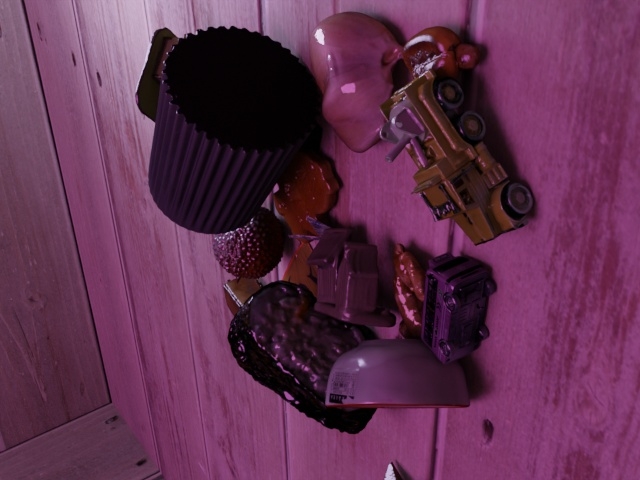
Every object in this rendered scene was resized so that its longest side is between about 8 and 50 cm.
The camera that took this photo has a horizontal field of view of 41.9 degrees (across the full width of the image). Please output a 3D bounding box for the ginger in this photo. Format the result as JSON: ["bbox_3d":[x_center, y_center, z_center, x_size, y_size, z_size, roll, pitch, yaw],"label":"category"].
[{"bbox_3d":[0.166,0.094,1.496,0.193,0.053,0.176,129,126,-73],"label":"ginger"}]

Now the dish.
[{"bbox_3d":[0.135,0.238,1.484,0.256,0.256,0.117,155,119,-62],"label":"dish"}]

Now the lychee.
[{"bbox_3d":[-0.162,0.012,1.888,0.165,0.165,0.197,49,138,32],"label":"lychee"}]

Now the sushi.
[{"bbox_3d":[-0.024,0.239,1.714,0.350,0.211,0.171,34,145,4],"label":"sushi"}]

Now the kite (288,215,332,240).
[{"bbox_3d":[0.000,0.000,1.707,0.153,0.005,0.137,-2,133,39],"label":"kite"}]

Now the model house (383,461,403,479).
[{"bbox_3d":[0.182,0.586,1.754,0.176,0.181,0.248,-20,60,24],"label":"model house"}]

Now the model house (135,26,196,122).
[{"bbox_3d":[-0.219,-0.328,1.812,0.279,0.218,0.204,9,78,24],"label":"model house"}]

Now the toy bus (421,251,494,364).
[{"bbox_3d":[0.218,0.110,1.376,0.098,0.087,0.178,45,146,43],"label":"toy bus"}]

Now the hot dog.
[{"bbox_3d":[0.174,-0.268,1.216,0.140,0.060,0.089,170,88,-70],"label":"hot dog"}]

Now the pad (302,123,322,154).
[{"bbox_3d":[-0.056,-0.237,1.698,0.193,0.004,0.116,49,147,30],"label":"pad"}]

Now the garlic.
[{"bbox_3d":[0.048,-0.271,1.385,0.217,0.110,0.228,65,153,13],"label":"garlic"}]

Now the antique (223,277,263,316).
[{"bbox_3d":[-0.127,0.202,2.024,0.310,0.093,0.087,45,151,42],"label":"antique"}]

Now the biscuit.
[{"bbox_3d":[-0.030,-0.099,1.714,0.184,0.035,0.249,54,150,19],"label":"biscuit"}]

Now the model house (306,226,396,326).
[{"bbox_3d":[0.055,0.069,1.589,0.229,0.122,0.188,-170,73,-66],"label":"model house"}]

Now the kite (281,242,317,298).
[{"bbox_3d":[-0.019,0.163,1.910,0.327,0.013,0.377,20,127,56],"label":"kite"}]

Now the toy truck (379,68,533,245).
[{"bbox_3d":[0.178,-0.101,1.206,0.259,0.135,0.128,52,152,-8],"label":"toy truck"}]

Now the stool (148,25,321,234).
[{"bbox_3d":[-0.189,-0.195,1.631,0.297,0.297,0.330,58,147,18],"label":"stool"}]
